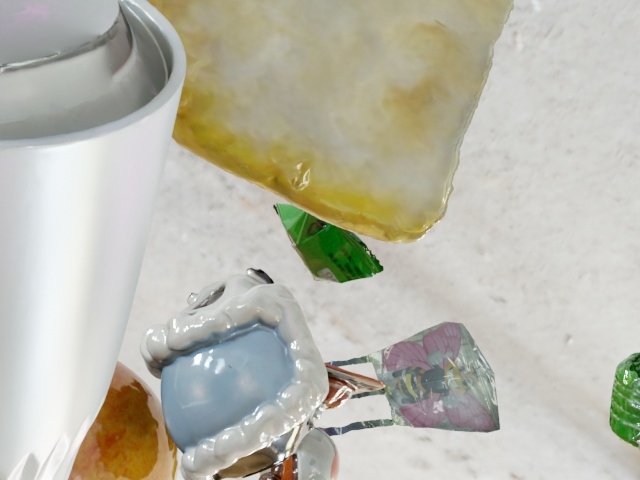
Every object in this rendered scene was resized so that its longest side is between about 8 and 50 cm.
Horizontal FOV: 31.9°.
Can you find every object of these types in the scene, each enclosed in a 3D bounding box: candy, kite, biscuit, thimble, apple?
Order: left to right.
[{"bbox_3d":[-0.315,0.264,1.208,0.299,0.275,0.299,9,116,19],"label":"apple"},{"bbox_3d":[-0.004,0.000,1.573,0.141,0.078,0.203,67,161,-3],"label":"candy"},{"bbox_3d":[-0.001,-0.218,1.266,0.446,0.429,0.104,18,153,-7],"label":"biscuit"},{"bbox_3d":[0.115,0.240,1.789,0.022,0.360,0.204,106,150,-57],"label":"kite"},{"bbox_3d":[0.366,0.169,1.168,0.118,0.130,0.090,20,114,43],"label":"thimble"}]

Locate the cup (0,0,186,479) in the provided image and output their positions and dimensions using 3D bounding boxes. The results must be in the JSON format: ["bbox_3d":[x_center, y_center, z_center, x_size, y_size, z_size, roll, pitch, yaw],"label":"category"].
[{"bbox_3d":[-0.240,0.004,0.709,0.253,0.253,0.371,29,125,16],"label":"cup"}]

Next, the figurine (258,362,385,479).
[{"bbox_3d":[-0.030,0.294,1.577,0.160,0.226,0.183,19,163,-15],"label":"figurine"}]

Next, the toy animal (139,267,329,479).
[{"bbox_3d":[-0.097,0.144,1.157,0.204,0.156,0.208,66,154,13],"label":"toy animal"}]
